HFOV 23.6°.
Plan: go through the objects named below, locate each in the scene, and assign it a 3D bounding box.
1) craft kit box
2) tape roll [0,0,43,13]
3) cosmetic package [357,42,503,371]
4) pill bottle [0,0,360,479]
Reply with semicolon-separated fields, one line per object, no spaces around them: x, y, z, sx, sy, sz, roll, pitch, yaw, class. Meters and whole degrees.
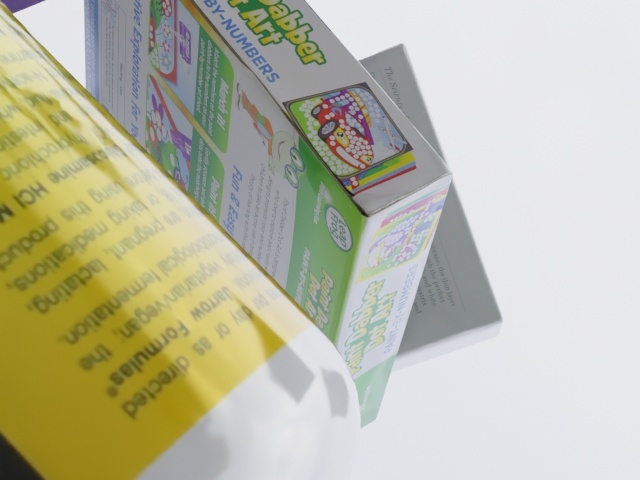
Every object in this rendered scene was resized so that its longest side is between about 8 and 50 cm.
-0.043;-0.040;0.816;0.246;0.061;0.250;55;-24;24;craft kit box
-0.223;-0.160;0.875;0.189;0.189;0.080;-3;-67;45;tape roll
0.000;0.000;1.187;0.224;0.138;0.224;-19;-99;4;cosmetic package
-0.112;0.042;0.422;0.334;0.188;0.188;45;-64;5;pill bottle
